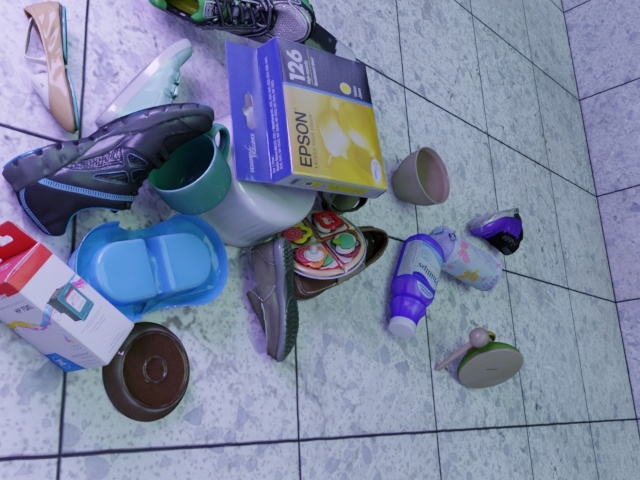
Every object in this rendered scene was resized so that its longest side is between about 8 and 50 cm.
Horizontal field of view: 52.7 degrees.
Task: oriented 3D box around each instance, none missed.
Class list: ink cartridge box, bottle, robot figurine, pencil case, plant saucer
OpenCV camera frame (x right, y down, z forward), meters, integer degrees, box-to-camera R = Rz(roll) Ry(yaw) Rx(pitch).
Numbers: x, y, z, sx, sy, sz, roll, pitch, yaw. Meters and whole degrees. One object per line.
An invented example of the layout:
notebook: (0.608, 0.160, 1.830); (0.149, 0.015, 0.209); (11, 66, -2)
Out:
ink cartridge box: (-0.400, 0.086, 0.926); (0.231, 0.134, 0.078); (48, 47, -25)
ink cartridge box: (-0.025, -0.244, 1.262); (0.307, 0.072, 0.303); (6, 67, -35)
bottle: (0.240, 0.116, 1.659); (0.118, 0.092, 0.282); (43, 49, -24)
robot figurine: (-0.035, -0.400, 1.467); (0.278, 0.209, 0.173); (30, 76, -29)
pencil case: (0.410, 0.054, 1.857); (0.273, 0.113, 0.124); (28, 38, -39)
plant saucer: (-0.284, 0.219, 1.090); (0.168, 0.029, 0.168); (18, 64, -43)

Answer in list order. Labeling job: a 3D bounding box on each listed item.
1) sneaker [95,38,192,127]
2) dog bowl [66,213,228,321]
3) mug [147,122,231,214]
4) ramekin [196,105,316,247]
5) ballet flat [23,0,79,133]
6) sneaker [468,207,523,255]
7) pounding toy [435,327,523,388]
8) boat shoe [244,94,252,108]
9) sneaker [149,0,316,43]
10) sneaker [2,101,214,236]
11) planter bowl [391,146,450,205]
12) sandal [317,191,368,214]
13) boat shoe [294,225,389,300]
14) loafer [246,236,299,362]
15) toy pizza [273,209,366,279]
sneaker: (-0.283, -0.252, 1.203); (0.151, 0.094, 0.255); (43, 58, -22)
dog bowl: (-0.294, 0.048, 1.104); (0.297, 0.074, 0.165); (-11, 85, -50)
mug: (-0.210, -0.116, 1.128); (0.129, 0.158, 0.097); (62, 0, 37)
ramekin: (-0.133, -0.133, 1.299); (0.277, 0.135, 0.277); (19, 64, -43)
ballet flat: (-0.447, -0.283, 1.066); (0.073, 0.080, 0.232); (-7, 78, -21)
sneaker: (0.585, -0.020, 2.085); (0.293, 0.102, 0.146); (-12, 87, -49)
pounding toy: (0.437, 0.306, 1.784); (0.237, 0.183, 0.110); (30, 31, -34)
boat shoe: (-0.094, -0.291, 1.462); (0.233, 0.084, 0.079); (29, 19, -31)
sneaker: (-0.178, -0.448, 1.260); (0.344, 0.134, 0.146); (12, 37, -5)
sneaker: (-0.322, -0.126, 1.053); (0.341, 0.125, 0.139); (-26, 108, -18)
planter bowl: (0.265, -0.164, 1.773); (0.162, 0.109, 0.162); (20, 62, -43)
sandal: (0.061, -0.105, 1.452); (0.120, 0.086, 0.303); (-62, 170, 1)
boat shoe: (0.042, 0.035, 1.449); (0.324, 0.116, 0.123); (-34, 102, -48)
loafer: (-0.099, 0.119, 1.303); (0.094, 0.088, 0.251); (4, 84, -74)
toy pizza: (0.000, 0.000, 1.383); (0.201, 0.032, 0.201); (5, 47, -5)
